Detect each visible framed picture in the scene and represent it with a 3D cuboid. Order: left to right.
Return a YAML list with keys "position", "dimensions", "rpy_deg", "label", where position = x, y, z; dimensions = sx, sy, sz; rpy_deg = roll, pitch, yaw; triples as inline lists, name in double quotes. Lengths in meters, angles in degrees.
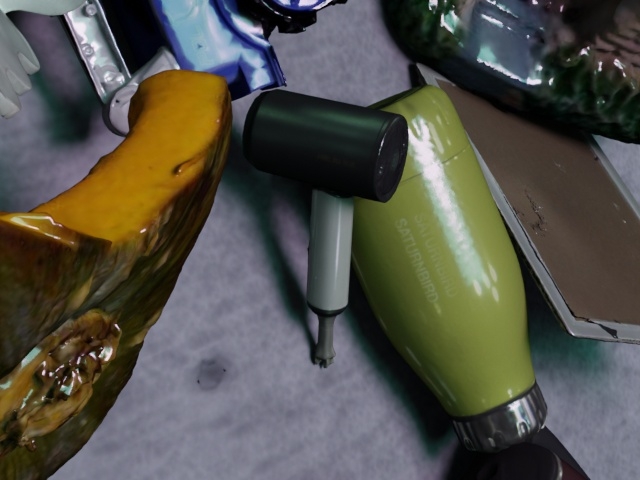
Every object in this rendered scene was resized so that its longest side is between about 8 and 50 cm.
- position: [0.198, -0.023, 0.984]
  dimensions: [0.216, 0.016, 0.273]
  rpy_deg: [10, 44, -41]
  label: "framed picture"

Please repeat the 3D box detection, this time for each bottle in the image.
- position: [0.086, 0.025, 0.889]
  dimensions: [0.112, 0.112, 0.260]
  rpy_deg: [-31, 102, -42]
  label: "bottle"

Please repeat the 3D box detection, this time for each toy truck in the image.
- position: [-0.098, -0.180, 0.765]
  dimensions: [0.177, 0.161, 0.213]
  rpy_deg: [-26, 99, -19]
  label: "toy truck"

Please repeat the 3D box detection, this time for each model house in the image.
- position: [0.241, -0.251, 0.946]
  dimensions: [0.298, 0.284, 0.243]
  rpy_deg: [19, 66, -22]
  label: "model house"

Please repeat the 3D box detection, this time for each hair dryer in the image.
- position: [0.000, 0.000, 0.829]
  dimensions: [0.057, 0.100, 0.198]
  rpy_deg: [-41, 138, -55]
  label: "hair dryer"

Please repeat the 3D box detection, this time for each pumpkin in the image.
- position: [-0.163, 0.062, 0.598]
  dimensions: [0.095, 0.290, 0.258]
  rpy_deg: [40, 27, 13]
  label: "pumpkin"

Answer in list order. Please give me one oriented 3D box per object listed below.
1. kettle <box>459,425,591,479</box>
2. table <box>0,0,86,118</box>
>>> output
- position: [0.196, 0.245, 0.928]
  dimensions: [0.232, 0.144, 0.202]
  rpy_deg: [52, 31, -17]
  label: "kettle"
- position: [-0.188, -0.140, 0.592]
  dimensions: [0.166, 0.198, 0.167]
  rpy_deg: [-3, 106, -9]
  label: "table"
